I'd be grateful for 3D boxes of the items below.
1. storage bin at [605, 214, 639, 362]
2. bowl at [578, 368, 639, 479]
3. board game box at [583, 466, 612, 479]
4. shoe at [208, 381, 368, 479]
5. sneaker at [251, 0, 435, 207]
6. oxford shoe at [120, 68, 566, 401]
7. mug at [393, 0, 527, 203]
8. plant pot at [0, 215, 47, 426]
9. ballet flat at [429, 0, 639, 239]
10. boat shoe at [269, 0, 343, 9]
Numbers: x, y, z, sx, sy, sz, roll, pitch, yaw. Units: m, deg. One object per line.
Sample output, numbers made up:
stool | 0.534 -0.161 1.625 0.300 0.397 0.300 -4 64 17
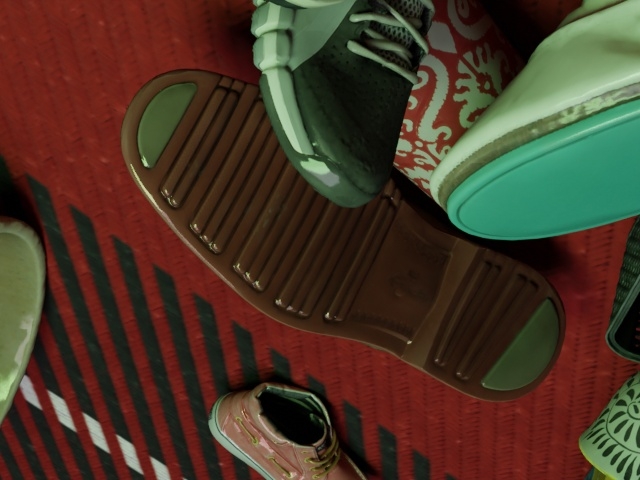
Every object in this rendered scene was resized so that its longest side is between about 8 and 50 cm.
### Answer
storage bin | 0.259 0.008 0.975 0.122 0.084 0.180 18 147 3
bowl | 0.245 0.108 0.948 0.170 0.170 0.080 15 102 7
board game box | 0.308 0.220 1.158 0.242 0.064 0.316 17 168 8
shoe | -0.008 0.184 1.374 0.178 0.063 0.081 38 148 -17
sneaker | 0.040 -0.136 0.769 0.132 0.229 0.086 -19 153 32
oxford shoe | 0.000 0.000 1.041 0.348 0.123 0.130 35 175 -30
mug | 0.059 -0.099 0.933 0.113 0.150 0.169 -44 126 6
plant pot | -0.432 0.072 1.247 0.305 0.334 0.334 25 148 12
ballet flat | 0.220 -0.112 0.786 0.400 0.139 0.139 -22 128 41
boat shoe | -0.103 -0.239 0.720 0.113 0.127 0.340 -24 109 48
